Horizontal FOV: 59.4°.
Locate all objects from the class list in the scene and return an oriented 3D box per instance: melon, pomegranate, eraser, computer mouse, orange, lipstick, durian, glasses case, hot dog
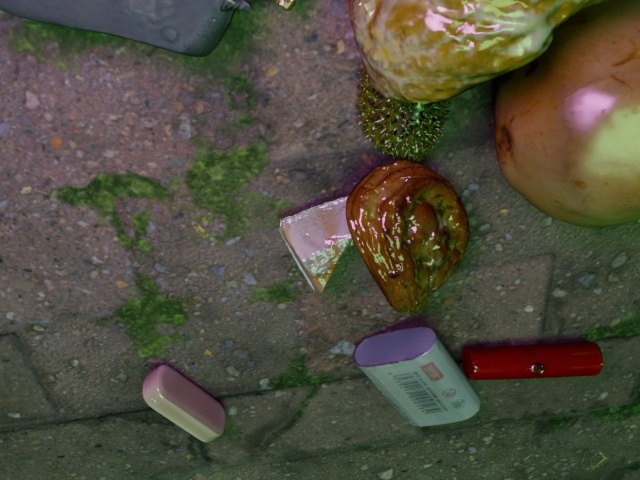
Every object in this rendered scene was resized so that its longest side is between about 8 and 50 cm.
[{"bbox_3d":[-0.004,-0.003,0.918,0.139,0.093,0.202,25,110,-13],"label":"melon"},{"bbox_3d":[0.394,-0.166,0.737,0.319,0.319,0.319,-3,124,-5],"label":"pomegranate"},{"bbox_3d":[0.193,0.274,1.113,0.174,0.081,0.227,-17,129,30],"label":"eraser"},{"bbox_3d":[-0.254,-0.337,0.637,0.371,0.122,0.188,16,135,-10],"label":"computer mouse"},{"bbox_3d":[0.176,-0.320,0.593,0.368,0.271,0.210,-39,138,10],"label":"orange"},{"bbox_3d":[0.434,0.248,1.147,0.279,0.073,0.073,-2,124,-6],"label":"lipstick"},{"bbox_3d":[0.124,-0.210,0.793,0.137,0.095,0.221,4,117,-10],"label":"durian"},{"bbox_3d":[-0.265,0.323,1.105,0.050,0.083,0.196,-34,119,15],"label":"glasses case"},{"bbox_3d":[0.147,0.008,0.899,0.196,0.122,0.272,-46,130,-20],"label":"hot dog"}]

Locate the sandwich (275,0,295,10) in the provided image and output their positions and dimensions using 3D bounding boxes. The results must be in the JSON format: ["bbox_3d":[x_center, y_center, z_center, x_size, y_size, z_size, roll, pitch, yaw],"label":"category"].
[{"bbox_3d":[-0.031,-0.413,0.654,0.214,0.065,0.186,-38,120,17],"label":"sandwich"}]
